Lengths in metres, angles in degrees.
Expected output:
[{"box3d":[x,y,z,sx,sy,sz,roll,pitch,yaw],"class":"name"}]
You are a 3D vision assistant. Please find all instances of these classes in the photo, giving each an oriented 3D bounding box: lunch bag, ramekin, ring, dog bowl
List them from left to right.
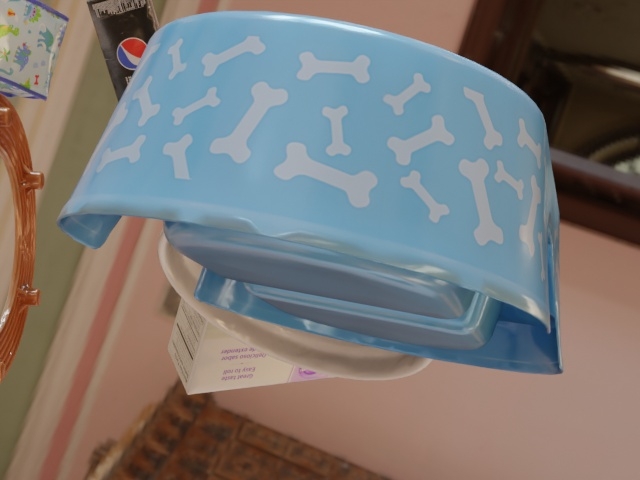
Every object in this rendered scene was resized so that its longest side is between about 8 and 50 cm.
[{"box3d":[-0.354,0.005,1.330,0.336,0.032,0.336,2,-90,-86],"class":"ring"},{"box3d":[-0.433,-0.273,1.671,0.151,0.096,0.128,23,-103,-60],"class":"lunch bag"},{"box3d":[0.000,0.000,0.867,0.207,0.207,0.109,81,-153,-56],"class":"ramekin"},{"box3d":[0.016,-0.006,0.479,0.297,0.166,0.074,40,-119,-73],"class":"dog bowl"}]

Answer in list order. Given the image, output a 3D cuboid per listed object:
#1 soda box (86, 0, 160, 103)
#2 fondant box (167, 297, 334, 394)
[{"box3d":[-0.158,-0.144,1.096,0.060,0.053,0.169,-112,7,-69],"class":"soda box"},{"box3d":[-0.047,0.046,1.612,0.238,0.096,0.330,-3,-48,-28],"class":"fondant box"}]
